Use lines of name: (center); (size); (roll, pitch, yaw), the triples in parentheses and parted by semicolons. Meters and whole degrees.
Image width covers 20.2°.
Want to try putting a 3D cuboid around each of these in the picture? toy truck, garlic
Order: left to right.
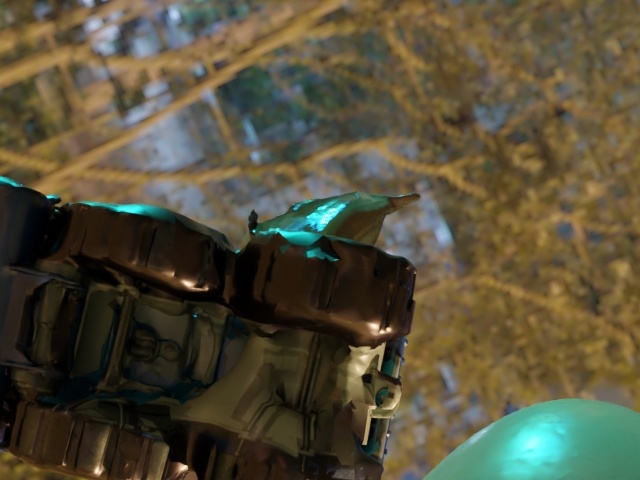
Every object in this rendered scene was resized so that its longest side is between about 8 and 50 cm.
toy truck: (-0.070, 0.044, 0.732); (0.126, 0.208, 0.113); (94, 8, -84)
garlic: (-0.001, 0.007, 1.255); (0.152, 0.084, 0.066); (-35, 132, -53)

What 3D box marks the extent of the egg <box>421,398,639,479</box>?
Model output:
egg: (0.164, 0.264, 1.204); (0.345, 0.283, 0.283); (-68, 145, -42)
